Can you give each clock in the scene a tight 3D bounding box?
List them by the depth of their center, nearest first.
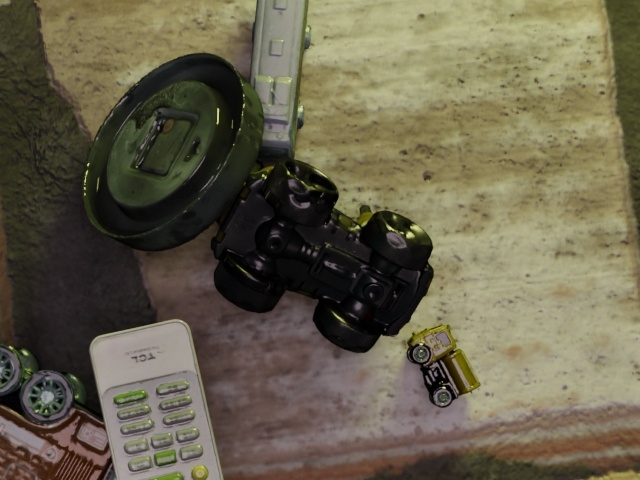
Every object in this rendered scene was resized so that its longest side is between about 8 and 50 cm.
[{"bbox_3d":[-0.149,-0.088,1.576,0.042,0.215,0.215,38,85,-42],"label":"clock"}]

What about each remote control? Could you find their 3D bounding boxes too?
[{"bbox_3d":[-0.150,0.205,1.496,0.103,0.034,0.250,-11,82,-7],"label":"remote control"}]

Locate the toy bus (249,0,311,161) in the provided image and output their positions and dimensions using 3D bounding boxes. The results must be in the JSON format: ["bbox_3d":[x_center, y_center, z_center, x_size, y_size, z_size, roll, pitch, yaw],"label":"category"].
[{"bbox_3d":[-0.044,-0.180,1.633,0.064,0.075,0.190,5,85,-1],"label":"toy bus"}]

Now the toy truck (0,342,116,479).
[{"bbox_3d":[-0.260,0.225,1.572,0.305,0.136,0.162,29,84,1],"label":"toy truck"}]

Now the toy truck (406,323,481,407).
[{"bbox_3d":[0.125,0.128,1.626,0.054,0.049,0.083,-28,88,-3],"label":"toy truck"}]

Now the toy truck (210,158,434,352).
[{"bbox_3d":[0.000,0.000,1.592,0.224,0.165,0.147,25,109,-12],"label":"toy truck"}]
